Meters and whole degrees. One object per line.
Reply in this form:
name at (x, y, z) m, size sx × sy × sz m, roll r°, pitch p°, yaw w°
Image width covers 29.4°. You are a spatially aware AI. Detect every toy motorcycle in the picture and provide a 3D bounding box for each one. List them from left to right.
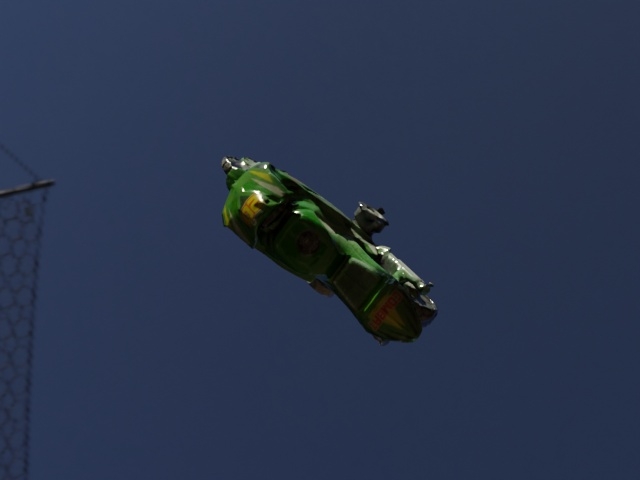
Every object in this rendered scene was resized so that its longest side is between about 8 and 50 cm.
toy motorcycle at (0.000, 0.000, 0.844) m, size 0.190 × 0.106 × 0.074 m, roll 38°, pitch -79°, yaw 7°
